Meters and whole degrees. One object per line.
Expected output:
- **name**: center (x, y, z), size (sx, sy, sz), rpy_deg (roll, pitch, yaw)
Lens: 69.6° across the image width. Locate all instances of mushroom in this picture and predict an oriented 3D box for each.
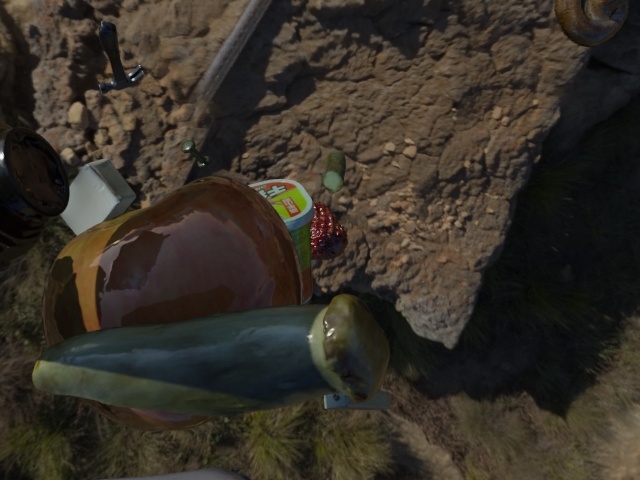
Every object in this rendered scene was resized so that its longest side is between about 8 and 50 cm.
- **mushroom**: center (0.423, -0.366, 0.720), size (0.126, 0.085, 0.109), rpy_deg (28, 116, -22)
- **mushroom**: center (-0.102, 0.117, 0.437), size (0.333, 0.087, 0.107), rpy_deg (-11, 113, 10)

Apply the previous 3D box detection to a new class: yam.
- **yam**: center (0.043, -0.211, 1.401), size (0.070, 0.146, 0.069), rpy_deg (4, 132, 4)

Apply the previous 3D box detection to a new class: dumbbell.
- **dumbbell**: center (-0.418, -0.290, 1.554), size (0.052, 0.118, 0.046), rpy_deg (-3, 65, 22)

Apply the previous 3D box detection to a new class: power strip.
- **power strip**: center (0.107, 0.437, 1.262), size (0.078, 0.052, 0.272), rpy_deg (-18, 152, 31)

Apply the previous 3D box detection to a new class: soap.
- **soap**: center (-0.531, -0.091, 1.081), size (0.183, 0.064, 0.121), rpy_deg (-39, 89, 27)

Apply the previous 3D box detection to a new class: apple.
- **apple**: center (-0.213, 0.101, 0.728), size (0.391, 0.391, 0.346), rpy_deg (-20, 100, 8)

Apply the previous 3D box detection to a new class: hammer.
- **hammer**: center (-0.580, -0.519, 1.311), size (0.137, 0.290, 0.037), rpy_deg (-27, 86, -21)

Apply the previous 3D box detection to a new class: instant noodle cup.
- **instant noodle cup**: center (-0.143, 0.026, 1.303), size (0.294, 0.294, 0.308), rpy_deg (-5, 124, 3)

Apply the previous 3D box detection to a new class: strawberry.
- **strawberry**: center (0.000, 0.000, 1.607), size (0.234, 0.178, 0.234), rpy_deg (-20, 125, -32)

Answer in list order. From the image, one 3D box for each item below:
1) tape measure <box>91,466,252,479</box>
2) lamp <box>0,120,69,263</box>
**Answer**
- **tape measure**: center (-0.135, 0.314, 0.424), size (0.236, 0.197, 0.120), rpy_deg (8, 120, -31)
- **lamp**: center (-0.527, -0.077, 0.705), size (0.247, 0.247, 0.247), rpy_deg (0, 108, 2)
